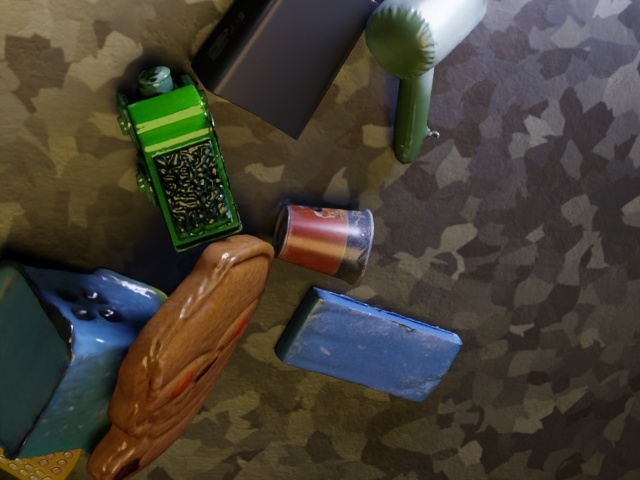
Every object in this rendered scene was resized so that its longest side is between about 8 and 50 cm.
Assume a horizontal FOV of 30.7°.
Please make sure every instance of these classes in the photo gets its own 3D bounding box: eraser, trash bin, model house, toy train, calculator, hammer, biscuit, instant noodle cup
[{"bbox_3d":[0.087,0.185,2.009,0.312,0.042,0.144,20,112,-28],"label":"eraser"},{"bbox_3d":[-0.046,-0.284,1.636,0.165,0.115,0.225,27,107,-31],"label":"trash bin"},{"bbox_3d":[-0.353,0.179,1.766,0.303,0.215,0.237,9,118,-47],"label":"model house"},{"bbox_3d":[-0.199,-0.116,1.642,0.132,0.188,0.243,-19,125,-9],"label":"toy train"},{"bbox_3d":[-0.497,0.380,1.942,0.235,0.032,0.146,-43,123,8],"label":"calculator"},{"bbox_3d":[0.147,-0.238,1.713,0.206,0.119,0.335,-46,152,-37],"label":"hammer"},{"bbox_3d":[-0.198,0.174,1.761,0.078,0.350,0.455,31,129,9],"label":"biscuit"},{"bbox_3d":[0.001,-0.002,1.829,0.136,0.127,0.127,12,116,-15],"label":"instant noodle cup"}]
